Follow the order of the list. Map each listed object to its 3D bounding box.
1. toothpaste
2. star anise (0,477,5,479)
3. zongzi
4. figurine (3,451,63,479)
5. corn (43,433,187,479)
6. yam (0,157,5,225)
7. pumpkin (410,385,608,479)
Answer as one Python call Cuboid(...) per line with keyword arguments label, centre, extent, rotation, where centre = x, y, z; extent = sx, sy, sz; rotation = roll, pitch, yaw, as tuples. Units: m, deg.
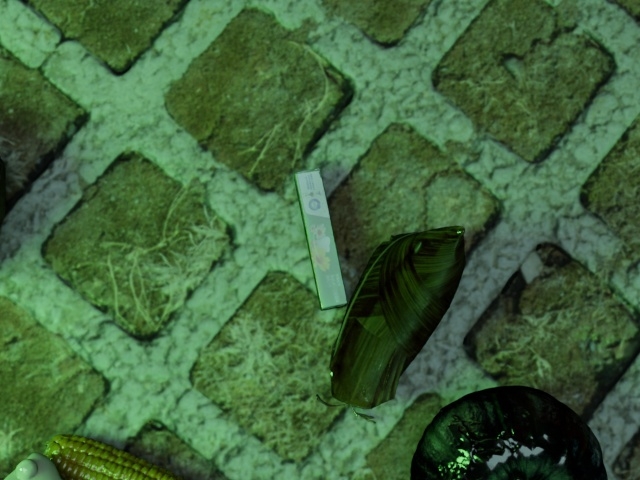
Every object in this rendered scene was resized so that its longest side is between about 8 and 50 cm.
Cuboid(label="toothpaste", centre=(0.000, 0.000, 1.267), extent=(0.037, 0.043, 0.179), rotation=(-12, 85, 0))
Cuboid(label="star anise", centre=(-0.441, 0.383, 1.184), extent=(0.236, 0.109, 0.223), rotation=(-26, 100, -10))
Cuboid(label="zongzi", centre=(0.085, 0.096, 1.161), extent=(0.111, 0.241, 0.248), rotation=(27, 84, 0))
Cuboid(label="figurine", centre=(-0.297, 0.313, 1.146), extent=(0.146, 0.098, 0.081), rotation=(43, 71, 0))
Cuboid(label="corn", centre=(-0.204, 0.323, 1.201), extent=(0.312, 0.102, 0.102), rotation=(29, 84, 1))
Cuboid(label="yam", centre=(-0.534, -0.055, 1.183), extent=(0.300, 0.195, 0.195), rotation=(12, 84, 0))
Cuboid(label="pumpkin", centre=(0.222, 0.285, 1.186), extent=(0.233, 0.163, 0.233), rotation=(0, 96, -2))
